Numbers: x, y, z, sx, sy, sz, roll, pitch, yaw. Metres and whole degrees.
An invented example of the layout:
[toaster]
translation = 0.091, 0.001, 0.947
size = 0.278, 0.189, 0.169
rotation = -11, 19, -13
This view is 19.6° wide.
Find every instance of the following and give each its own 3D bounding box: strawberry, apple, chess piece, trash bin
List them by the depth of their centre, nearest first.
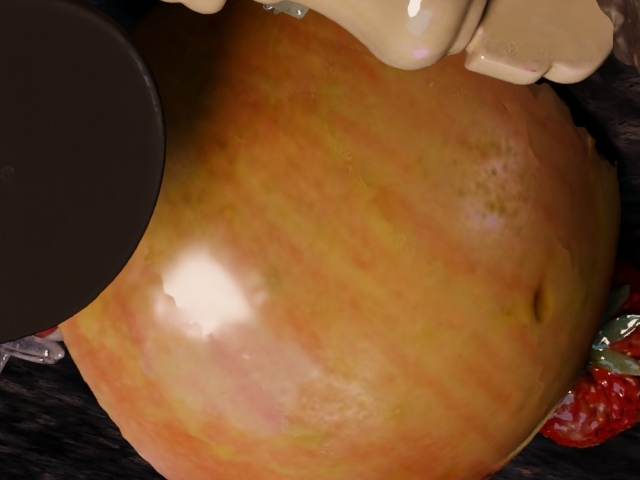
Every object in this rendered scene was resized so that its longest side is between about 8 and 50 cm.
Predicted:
[chess piece]
translation = -0.047, -0.156, 0.861
size = 0.397, 0.117, 0.117
rotation = 16, 158, -6
[trash bin]
translation = -0.246, -0.078, 0.971
size = 0.334, 0.214, 0.214
rotation = 28, 173, 47
[apple]
translation = 0.000, 0.000, 1.087
size = 0.309, 0.314, 0.252
rotation = 39, -171, -45
[strawberry]
translation = 0.181, 0.076, 1.223
size = 0.131, 0.131, 0.148
rotation = -5, 154, 40

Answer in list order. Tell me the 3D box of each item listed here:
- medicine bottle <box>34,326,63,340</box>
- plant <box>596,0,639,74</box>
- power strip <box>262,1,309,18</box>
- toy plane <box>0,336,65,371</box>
[medicine bottle]
translation = -0.217, -0.013, 1.275
size = 0.250, 0.131, 0.131
rotation = 26, 156, -23
[plant]
translation = 0.189, -0.132, 0.655
size = 0.194, 0.132, 0.129
rotation = -21, 163, -3
[power strip]
translation = -0.006, -0.143, 0.954
size = 0.027, 0.017, 0.083
rotation = 24, 140, -16
[toy plane]
translation = -0.283, 0.054, 1.395
size = 0.267, 0.088, 0.212
rotation = 31, -175, 39
